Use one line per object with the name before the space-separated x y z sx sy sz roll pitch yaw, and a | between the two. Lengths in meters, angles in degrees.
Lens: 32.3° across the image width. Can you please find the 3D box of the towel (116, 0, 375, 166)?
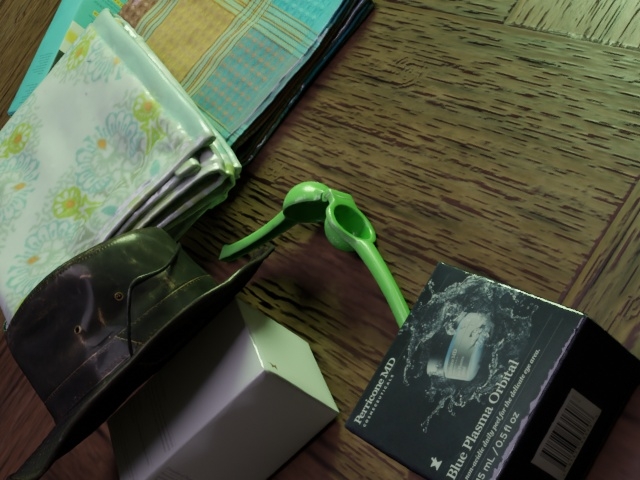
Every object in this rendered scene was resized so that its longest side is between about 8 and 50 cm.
towel | -0.129 -0.266 1.376 0.271 0.040 0.370 -52 48 2

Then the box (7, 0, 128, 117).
box | -0.349 -0.261 1.592 0.060 0.100 0.244 -3 60 43

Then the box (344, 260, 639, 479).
box | 0.127 0.118 0.833 0.158 0.093 0.156 21 78 52

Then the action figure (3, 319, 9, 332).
action figure | -0.308 0.047 1.355 0.232 0.063 0.137 -43 43 18

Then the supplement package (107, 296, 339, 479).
supplement package | -0.091 0.161 1.009 0.179 0.105 0.105 -43 37 13

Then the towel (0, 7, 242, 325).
towel | -0.280 -0.075 1.295 0.320 0.090 0.374 -45 45 6

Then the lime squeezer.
lime squeezer | 0.000 0.000 1.080 0.310 0.059 0.110 20 76 50

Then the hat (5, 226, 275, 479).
hat | -0.202 0.078 1.040 0.331 0.134 0.331 -43 1 1
